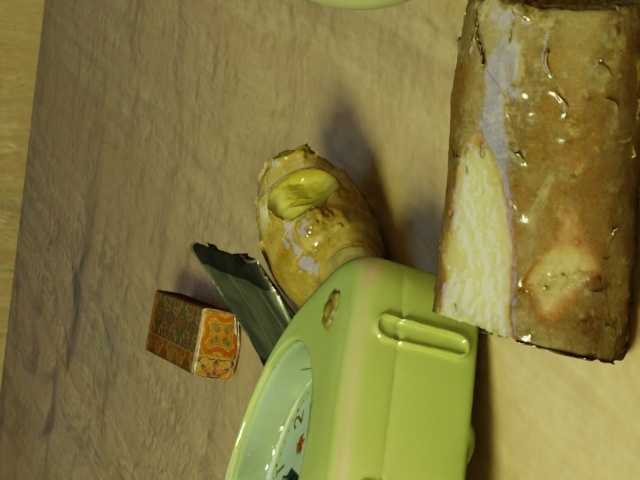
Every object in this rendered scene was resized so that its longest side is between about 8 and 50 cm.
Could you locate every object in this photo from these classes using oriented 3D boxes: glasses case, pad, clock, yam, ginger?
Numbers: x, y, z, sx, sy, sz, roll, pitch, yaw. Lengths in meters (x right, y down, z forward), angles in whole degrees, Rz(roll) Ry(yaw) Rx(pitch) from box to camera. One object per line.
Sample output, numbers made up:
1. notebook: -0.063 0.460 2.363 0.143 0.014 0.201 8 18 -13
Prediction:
1. glasses case: -0.143 0.105 2.026 0.218 0.049 0.075 -169 90 -71
2. pad: -0.045 0.077 1.636 0.174 0.022 0.233 59 167 -11
3. clock: 0.006 0.196 1.409 0.348 0.117 0.286 128 155 -58
4. yam: 0.142 -0.047 1.127 0.128 0.129 0.238 -11 -72 -73
5. ginger: 0.000 0.000 1.554 0.216 0.102 0.157 -117 5 -45

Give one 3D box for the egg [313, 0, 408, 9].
1. egg: 0.039 -0.270 1.362 0.254 0.188 0.188 -175 89 -66
